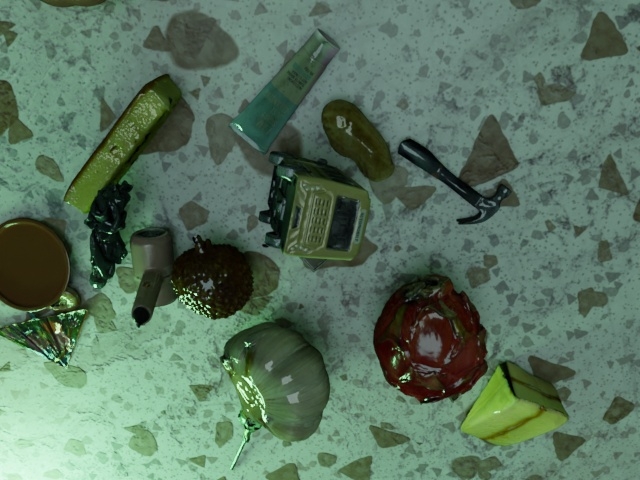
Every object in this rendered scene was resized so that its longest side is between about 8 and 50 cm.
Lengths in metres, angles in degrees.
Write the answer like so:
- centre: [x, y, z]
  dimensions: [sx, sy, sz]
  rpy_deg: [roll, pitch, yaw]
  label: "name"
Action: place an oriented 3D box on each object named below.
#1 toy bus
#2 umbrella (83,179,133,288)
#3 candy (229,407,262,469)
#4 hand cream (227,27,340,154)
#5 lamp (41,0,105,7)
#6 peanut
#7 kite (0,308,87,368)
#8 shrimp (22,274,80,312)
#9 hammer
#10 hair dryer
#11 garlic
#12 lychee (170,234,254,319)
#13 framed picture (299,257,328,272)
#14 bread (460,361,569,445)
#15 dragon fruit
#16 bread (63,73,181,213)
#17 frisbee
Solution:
- centre: [-0.021, -0.081, 1.254]
  dimensions: [0.202, 0.365, 0.177]
  rpy_deg: [9, 105, -12]
  label: "toy bus"
- centre: [-0.517, 0.005, 1.402]
  dimensions: [0.094, 0.143, 0.349]
  rpy_deg: [27, 132, -1]
  label: "umbrella"
- centre: [-0.224, 0.574, 1.671]
  dimensions: [0.091, 0.083, 0.305]
  rpy_deg: [2, 126, -36]
  label: "candy"
- centre: [-0.084, -0.340, 1.316]
  dimensions: [0.111, 0.070, 0.312]
  rpy_deg: [37, 113, -13]
  label: "hand cream"
- centre: [-0.522, -0.624, 1.145]
  dimensions: [0.305, 0.239, 0.305]
  rpy_deg: [1, 112, 4]
  label: "lamp"
- centre: [0.086, -0.228, 1.332]
  dimensions: [0.108, 0.095, 0.226]
  rpy_deg: [-35, 109, 31]
  label: "peanut"
- centre: [-0.763, 0.273, 1.610]
  dimensions: [0.321, 0.016, 0.234]
  rpy_deg: [-12, 114, 14]
  label: "kite"
- centre: [-0.735, 0.146, 1.566]
  dimensions: [0.162, 0.045, 0.095]
  rpy_deg: [23, 133, -9]
  label: "shrimp"
- centre: [0.302, -0.145, 1.376]
  dimensions: [0.290, 0.037, 0.137]
  rpy_deg: [33, 108, -9]
  label: "hammer"
- centre: [-0.405, 0.106, 1.360]
  dimensions: [0.107, 0.344, 0.189]
  rpy_deg: [-3, 110, -10]
  label: "hair dryer"
- centre: [-0.105, 0.354, 1.466]
  dimensions: [0.241, 0.322, 0.322]
  rpy_deg: [-33, 107, -12]
  label: "garlic"
- centre: [-0.268, 0.091, 1.427]
  dimensions: [0.200, 0.200, 0.238]
  rpy_deg: [-8, 122, 7]
  label: "lychee"
- centre: [0.000, 0.000, 1.466]
  dimensions: [0.149, 0.011, 0.109]
  rpy_deg: [-40, 104, 16]
  label: "framed picture"
- centre: [0.511, 0.487, 1.534]
  dimensions: [0.168, 0.163, 0.264]
  rpy_deg: [21, 111, -5]
  label: "bread"
- centre: [0.267, 0.248, 1.407]
  dimensions: [0.277, 0.277, 0.342]
  rpy_deg: [-23, 109, 12]
  label: "dragon fruit"
- centre: [-0.458, -0.225, 1.346]
  dimensions: [0.077, 0.138, 0.361]
  rpy_deg: [40, 109, -12]
  label: "bread"
- centre: [-0.773, 0.064, 1.513]
  dimensions: [0.251, 0.021, 0.251]
  rpy_deg: [1, 98, 8]
  label: "frisbee"
